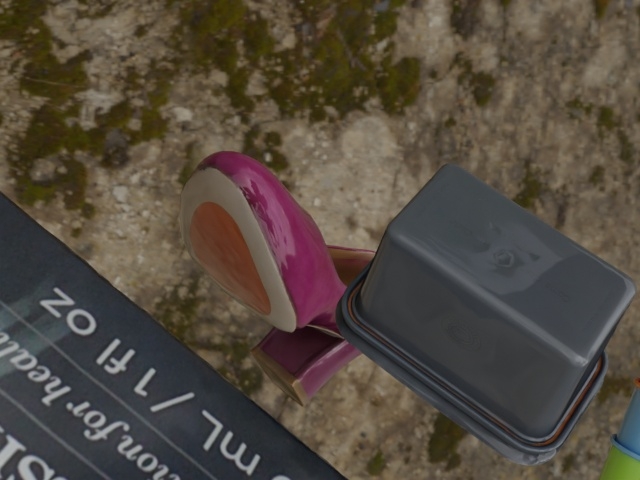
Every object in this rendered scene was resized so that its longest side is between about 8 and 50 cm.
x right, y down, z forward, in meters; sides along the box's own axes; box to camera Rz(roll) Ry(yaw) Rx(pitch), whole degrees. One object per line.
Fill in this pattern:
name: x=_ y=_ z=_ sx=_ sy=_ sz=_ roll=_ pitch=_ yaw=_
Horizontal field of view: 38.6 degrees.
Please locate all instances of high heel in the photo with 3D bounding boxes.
high heel: x=0.000 y=0.000 z=0.755 sx=0.181 sy=0.127 sz=0.377 roll=-46 pitch=159 yaw=-17

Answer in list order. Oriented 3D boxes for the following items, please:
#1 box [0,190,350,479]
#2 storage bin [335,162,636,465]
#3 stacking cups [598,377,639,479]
box: x=-0.291 y=0.167 z=0.260 sx=0.480 sy=0.297 sz=0.472 roll=40 pitch=41 yaw=-5
storage bin: x=0.086 y=0.026 z=0.445 sx=0.098 sy=0.135 sz=0.091 roll=-46 pitch=163 yaw=-28
stacking cups: x=0.339 y=0.184 z=0.889 sx=0.096 sy=0.096 sz=0.316 roll=13 pitch=101 yaw=-36
